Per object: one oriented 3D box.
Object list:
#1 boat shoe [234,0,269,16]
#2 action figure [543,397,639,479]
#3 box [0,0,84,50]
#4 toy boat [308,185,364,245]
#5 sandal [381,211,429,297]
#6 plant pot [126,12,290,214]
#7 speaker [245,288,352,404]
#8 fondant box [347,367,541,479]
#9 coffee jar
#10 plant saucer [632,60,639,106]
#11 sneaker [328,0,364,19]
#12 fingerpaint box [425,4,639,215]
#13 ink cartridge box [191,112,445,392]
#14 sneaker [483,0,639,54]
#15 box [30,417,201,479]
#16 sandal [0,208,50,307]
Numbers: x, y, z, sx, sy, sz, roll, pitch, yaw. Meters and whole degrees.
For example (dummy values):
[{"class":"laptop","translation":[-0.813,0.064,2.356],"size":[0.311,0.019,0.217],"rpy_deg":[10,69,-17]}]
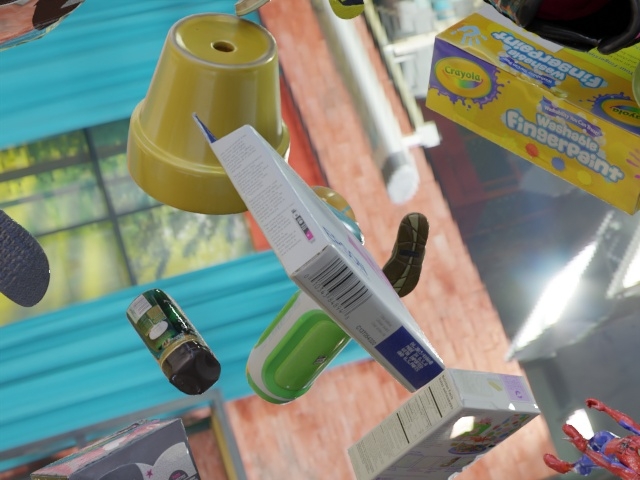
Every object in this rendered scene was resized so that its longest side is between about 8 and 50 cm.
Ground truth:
[{"class":"boat shoe","translation":[-0.076,-0.397,1.711],"size":[0.048,0.153,0.056],"rpy_deg":[51,-5,-20]},{"class":"action figure","translation":[0.388,0.285,1.642],"size":[0.139,0.091,0.280],"rpy_deg":[38,-16,-9]},{"class":"box","translation":[-0.361,-0.342,0.957],"size":[0.143,0.191,0.381],"rpy_deg":[-33,-86,34]},{"class":"toy boat","translation":[-0.049,-0.075,2.000],"size":[0.318,0.148,0.267],"rpy_deg":[35,0,2]},{"class":"sandal","translation":[0.153,0.026,2.045],"size":[0.049,0.072,0.180],"rpy_deg":[-81,-174,-68]},{"class":"plant pot","translation":[-0.163,-0.206,1.744],"size":[0.254,0.254,0.239],"rpy_deg":[-119,-149,-43]},{"class":"speaker","translation":[-0.015,0.156,1.935],"size":[0.296,0.131,0.131],"rpy_deg":[-52,-131,38]},{"class":"fondant box","translation":[0.250,0.392,2.324],"size":[0.330,0.238,0.096],"rpy_deg":[-44,-129,34]},{"class":"coffee jar","translation":[-0.232,0.162,1.802],"size":[0.184,0.079,0.096],"rpy_deg":[47,-2,42]},{"class":"plant saucer","translation":[0.591,-0.237,1.694],"size":[0.241,0.241,0.037],"rpy_deg":[60,-2,46]},{"class":"sneaker","translation":[0.015,-0.354,1.441],"size":[0.059,0.053,0.144],"rpy_deg":[-84,158,-60]},{"class":"fingerpaint box","translation":[0.477,-0.280,2.025],"size":[0.445,0.371,0.163],"rpy_deg":[32,-41,28]},{"class":"ink cartridge box","translation":[0.000,0.000,1.430],"size":[0.324,0.071,0.330],"rpy_deg":[45,10,-48]},{"class":"sneaker","translation":[0.458,-0.350,1.721],"size":[0.185,0.482,0.202],"rpy_deg":[109,-28,-42]},{"class":"box","translation":[-0.349,0.433,1.992],"size":[0.142,0.247,0.163],"rpy_deg":[-12,-82,49]},{"class":"sandal","translation":[-0.523,-0.006,1.830],"size":[0.254,0.097,0.054],"rpy_deg":[53,-10,-1]}]
